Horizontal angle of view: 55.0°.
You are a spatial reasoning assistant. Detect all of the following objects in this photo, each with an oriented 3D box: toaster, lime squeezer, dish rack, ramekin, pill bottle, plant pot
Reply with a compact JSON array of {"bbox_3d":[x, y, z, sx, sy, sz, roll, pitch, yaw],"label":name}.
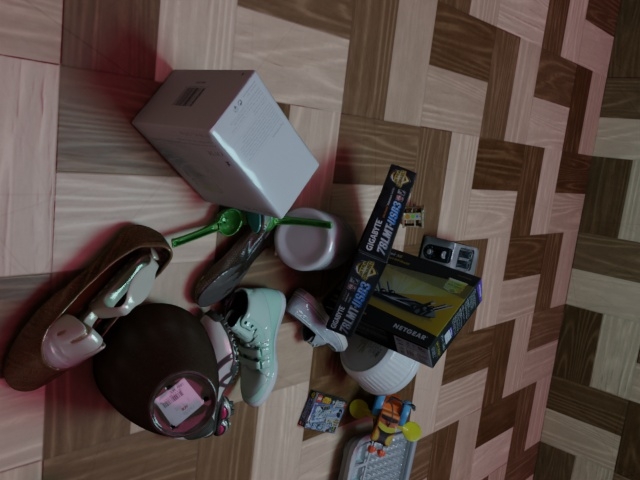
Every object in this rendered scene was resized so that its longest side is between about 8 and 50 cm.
[{"bbox_3d":[0.377,0.085,1.834,0.186,0.110,0.168,11,94,-49],"label":"toaster"},{"bbox_3d":[-0.138,-0.037,1.209,0.311,0.110,0.058,-6,98,-15],"label":"lime squeezer"},{"bbox_3d":[0.151,0.673,1.786,0.333,0.072,0.285,7,95,-48],"label":"dish rack"},{"bbox_3d":[0.146,0.280,1.574,0.109,0.207,0.207,40,71,-37],"label":"ramekin"},{"bbox_3d":[0.000,0.000,1.343,0.229,0.131,0.131,6,97,-71],"label":"pill bottle"},{"bbox_3d":[-0.260,0.235,1.039,0.215,0.230,0.215,-4,99,-25],"label":"plant pot"}]

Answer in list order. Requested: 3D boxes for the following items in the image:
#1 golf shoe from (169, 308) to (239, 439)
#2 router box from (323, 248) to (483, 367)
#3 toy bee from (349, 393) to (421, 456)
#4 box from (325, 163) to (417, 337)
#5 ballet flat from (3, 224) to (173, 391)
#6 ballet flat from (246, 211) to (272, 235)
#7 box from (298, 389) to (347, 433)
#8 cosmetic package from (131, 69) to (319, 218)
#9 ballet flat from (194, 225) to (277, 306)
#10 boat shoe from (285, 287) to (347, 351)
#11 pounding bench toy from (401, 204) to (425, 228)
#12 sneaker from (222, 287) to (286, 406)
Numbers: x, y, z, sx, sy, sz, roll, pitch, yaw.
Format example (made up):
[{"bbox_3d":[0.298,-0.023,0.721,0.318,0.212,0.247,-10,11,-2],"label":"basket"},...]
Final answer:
[{"bbox_3d":[-0.235,0.275,1.226,0.120,0.105,0.272,-5,104,-40],"label":"golf shoe"},{"bbox_3d":[0.203,0.148,1.509,0.243,0.309,0.081,-45,137,-31],"label":"router box"},{"bbox_3d":[0.163,0.486,1.650,0.162,0.195,0.298,-67,153,-8],"label":"toy bee"},{"bbox_3d":[0.117,0.026,1.393,0.295,0.073,0.293,108,4,-48],"label":"box"},{"bbox_3d":[-0.367,0.114,1.014,0.342,0.124,0.116,-50,133,-25],"label":"ballet flat"},{"bbox_3d":[-0.118,-0.078,1.189,0.070,0.188,0.070,-15,136,-15],"label":"ballet flat"},{"bbox_3d":[0.008,0.446,1.595,0.137,0.027,0.093,32,79,-48],"label":"box"},{"bbox_3d":[-0.164,-0.169,1.079,0.138,0.224,0.224,-58,136,-19],"label":"cosmetic package"},{"bbox_3d":[-0.173,0.035,1.264,0.250,0.058,0.084,-48,158,-20],"label":"ballet flat"},{"bbox_3d":[-0.015,0.208,1.473,0.081,0.079,0.227,-47,127,-16],"label":"boat shoe"},{"bbox_3d":[0.253,-0.071,1.694,0.083,0.065,0.052,-60,147,-65],"label":"pounding bench toy"},{"bbox_3d":[-0.160,0.220,1.293,0.151,0.094,0.255,18,78,-54],"label":"sneaker"}]
